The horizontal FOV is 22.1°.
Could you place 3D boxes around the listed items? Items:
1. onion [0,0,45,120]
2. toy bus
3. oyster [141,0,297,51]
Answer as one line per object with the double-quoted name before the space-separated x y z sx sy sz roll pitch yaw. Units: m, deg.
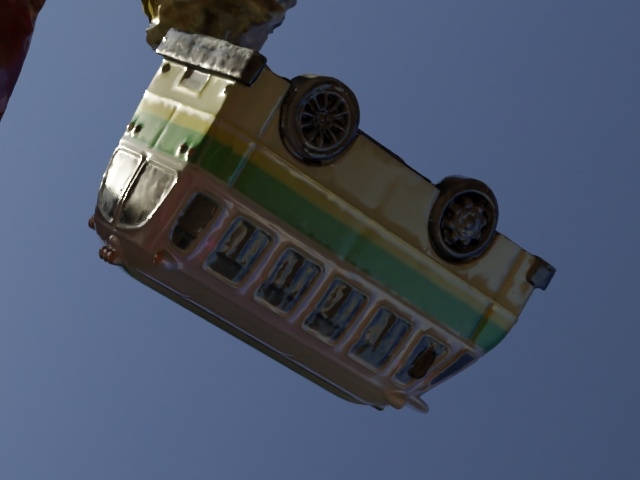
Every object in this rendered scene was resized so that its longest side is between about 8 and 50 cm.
"onion" -0.393 -0.183 1.599 0.207 0.206 0.216 17 -72 -8
"toy bus" 0.000 0.000 1.145 0.143 0.305 0.179 23 -98 57
"oyster" -0.076 -0.267 1.289 0.115 0.238 0.351 -118 -149 -45
